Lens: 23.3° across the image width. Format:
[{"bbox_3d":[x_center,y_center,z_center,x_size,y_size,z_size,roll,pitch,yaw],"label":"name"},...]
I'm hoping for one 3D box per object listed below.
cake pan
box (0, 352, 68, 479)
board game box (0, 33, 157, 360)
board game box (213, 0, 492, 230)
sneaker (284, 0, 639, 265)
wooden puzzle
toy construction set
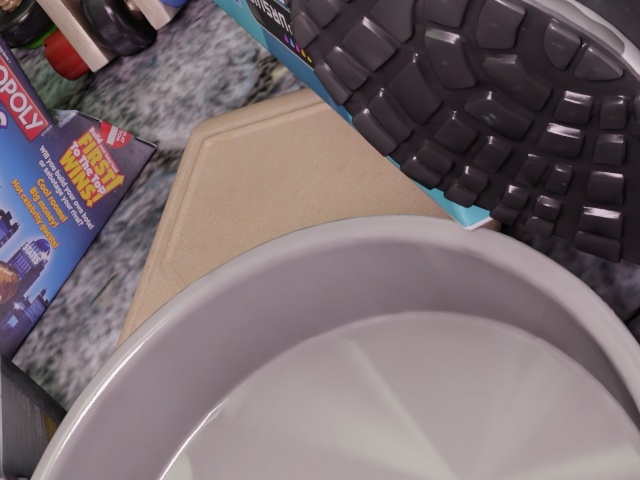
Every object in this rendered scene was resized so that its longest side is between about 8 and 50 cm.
[{"bbox_3d":[0.005,0.132,0.568,0.293,0.054,0.293,-16,57,26],"label":"cake pan"},{"bbox_3d":[-0.214,0.173,0.732,0.231,0.056,0.183,-43,17,0],"label":"box"},{"bbox_3d":[-0.197,-0.036,0.892,0.060,0.194,0.194,10,47,47],"label":"board game box"},{"bbox_3d":[0.095,-0.152,0.712,0.254,0.079,0.336,-26,31,-9],"label":"board game box"},{"bbox_3d":[0.124,-0.061,0.527,0.107,0.283,0.124,-42,26,58],"label":"sneaker"},{"bbox_3d":[0.000,0.000,0.766,0.221,0.044,0.238,-14,41,35],"label":"wooden puzzle"},{"bbox_3d":[-0.159,-0.267,1.009,0.309,0.237,0.257,-6,50,39],"label":"toy construction set"}]
